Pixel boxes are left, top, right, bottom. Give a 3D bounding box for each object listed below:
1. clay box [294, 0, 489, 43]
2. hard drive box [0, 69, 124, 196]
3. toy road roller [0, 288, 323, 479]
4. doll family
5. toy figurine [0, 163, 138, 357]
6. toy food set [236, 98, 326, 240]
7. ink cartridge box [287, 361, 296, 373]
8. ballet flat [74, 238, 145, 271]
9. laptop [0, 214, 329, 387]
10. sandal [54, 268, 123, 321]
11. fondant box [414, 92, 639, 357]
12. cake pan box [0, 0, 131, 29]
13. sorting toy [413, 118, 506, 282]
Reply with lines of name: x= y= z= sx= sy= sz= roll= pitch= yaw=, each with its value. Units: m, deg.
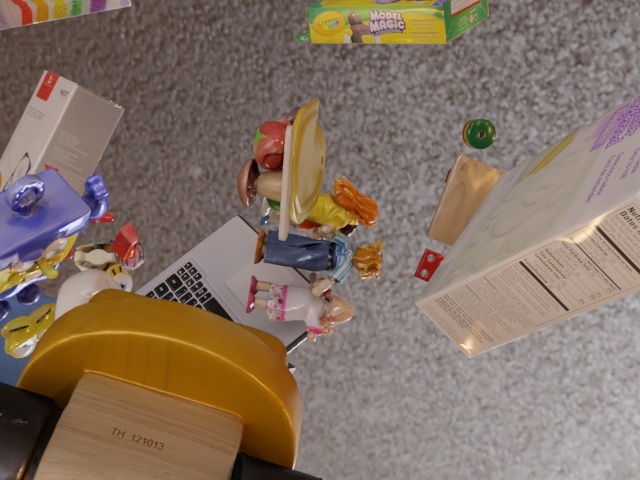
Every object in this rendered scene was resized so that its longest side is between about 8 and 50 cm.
clay box: x=0.084 y=-0.287 z=1.344 sx=0.222 sy=0.127 sz=0.053 roll=8 pitch=118 yaw=32
hard drive box: x=-0.419 y=-0.134 z=1.662 sx=0.089 sy=0.181 sz=0.232 roll=27 pitch=89 yaw=-33
toy road roller: x=-0.116 y=0.180 z=0.653 sx=0.202 sy=0.240 sz=0.329 roll=17 pitch=120 yaw=-3
doll family: x=0.000 y=0.000 z=1.392 sx=0.163 sy=0.263 sz=0.118 roll=9 pitch=135 yaw=-3
toy figurine: x=-0.329 y=-0.002 z=1.020 sx=0.362 sy=0.191 sz=0.217 roll=-29 pitch=165 yaw=-35
toy food set: x=-0.047 y=-0.085 z=1.155 sx=0.071 sy=0.218 sz=0.128 roll=5 pitch=105 yaw=10
ink cartridge box: x=-0.131 y=0.240 z=2.016 sx=0.046 sy=0.097 sz=0.207 roll=-60 pitch=162 yaw=10
ballet flat: x=-0.412 y=0.032 z=2.004 sx=0.079 sy=0.077 sz=0.221 roll=3 pitch=172 yaw=-38
laptop: x=-0.260 y=0.074 z=1.478 sx=0.408 sy=0.382 sz=0.236 roll=-38 pitch=122 yaw=-7
sandal: x=-0.223 y=0.223 z=0.954 sx=0.102 sy=0.416 sz=0.169 roll=-12 pitch=143 yaw=13
fondant box: x=0.272 y=-0.029 z=1.093 sx=0.096 sy=0.238 sz=0.330 roll=46 pitch=143 yaw=-10
cake pan box: x=-0.429 y=-0.438 z=1.575 sx=0.245 sy=0.070 sz=0.267 roll=-11 pitch=147 yaw=-1
sorting toy: x=0.233 y=-0.038 z=1.613 sx=0.132 sy=0.046 sz=0.274 roll=21 pitch=90 yaw=-16
